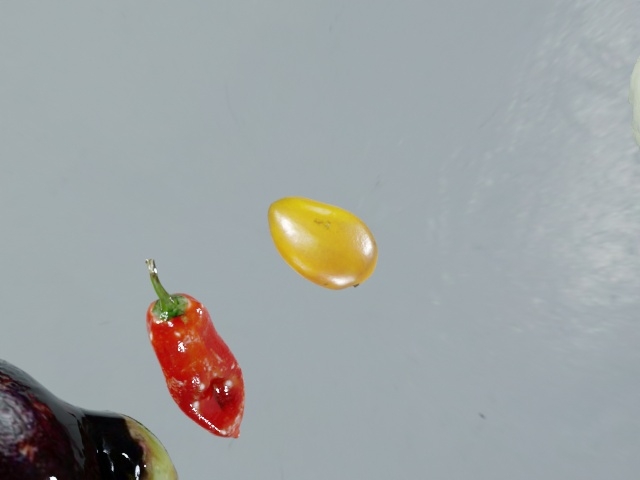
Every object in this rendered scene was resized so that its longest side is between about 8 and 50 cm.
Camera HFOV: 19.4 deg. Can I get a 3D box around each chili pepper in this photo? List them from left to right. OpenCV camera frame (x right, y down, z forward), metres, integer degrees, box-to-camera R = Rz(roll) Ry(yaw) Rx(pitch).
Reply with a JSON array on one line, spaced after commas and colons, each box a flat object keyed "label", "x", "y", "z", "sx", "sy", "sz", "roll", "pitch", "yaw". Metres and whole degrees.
[{"label": "chili pepper", "x": -0.097, "y": 0.092, "z": 1.443, "sx": 0.059, "sy": 0.050, "sz": 0.191, "roll": -40, "pitch": 130, "yaw": -20}]

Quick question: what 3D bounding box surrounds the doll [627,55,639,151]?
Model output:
[{"label": "doll", "x": 0.139, "y": -0.031, "z": 0.406, "sx": 0.149, "sy": 0.278, "sz": 0.175, "roll": 41, "pitch": 74, "yaw": 15}]

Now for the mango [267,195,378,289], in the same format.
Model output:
[{"label": "mango", "x": 0.000, "y": 0.000, "z": 1.357, "sx": 0.089, "sy": 0.046, "sz": 0.060, "roll": 36, "pitch": 74, "yaw": -2}]

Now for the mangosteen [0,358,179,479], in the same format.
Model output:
[{"label": "mangosteen", "x": -0.202, "y": 0.193, "z": 1.101, "sx": 0.288, "sy": 0.233, "sz": 0.287, "roll": -1, "pitch": 111, "yaw": -2}]
